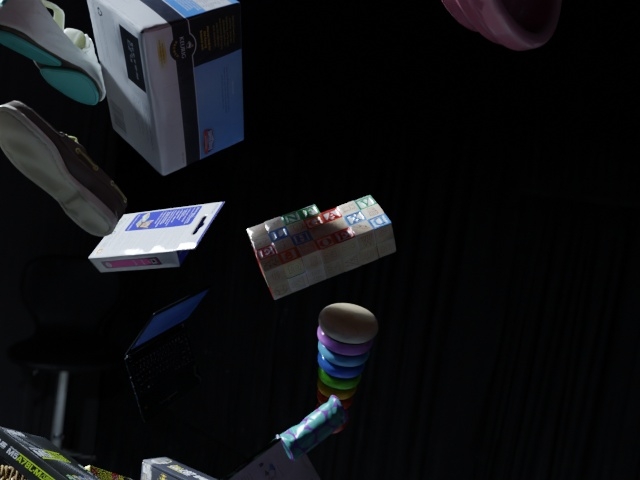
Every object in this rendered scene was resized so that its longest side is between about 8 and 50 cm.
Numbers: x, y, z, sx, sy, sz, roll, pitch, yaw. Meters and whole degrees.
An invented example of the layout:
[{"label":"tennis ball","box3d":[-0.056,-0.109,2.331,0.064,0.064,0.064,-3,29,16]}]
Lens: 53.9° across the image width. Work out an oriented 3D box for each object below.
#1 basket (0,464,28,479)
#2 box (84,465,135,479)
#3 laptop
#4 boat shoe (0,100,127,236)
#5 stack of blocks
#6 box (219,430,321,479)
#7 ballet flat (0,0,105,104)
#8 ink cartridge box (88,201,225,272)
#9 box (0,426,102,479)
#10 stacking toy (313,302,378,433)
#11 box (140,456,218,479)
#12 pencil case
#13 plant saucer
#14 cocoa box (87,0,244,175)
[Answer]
[{"label":"basket","box3d":[-0.840,0.804,1.704,0.213,0.223,0.299,15,37,-11]},{"label":"box","box3d":[-0.628,0.729,1.842,0.058,0.087,0.232,-23,-36,8]},{"label":"laptop","box3d":[-0.349,0.272,1.552,0.136,0.264,0.234,-10,8,28]},{"label":"boat shoe","box3d":[-0.519,-0.153,1.274,0.116,0.324,0.096,-17,35,31]},{"label":"stack of blocks","box3d":[0.000,0.000,1.428,0.297,0.087,0.171,-21,38,-7]},{"label":"box","box3d":[-0.136,0.644,1.507,0.322,0.232,0.058,-27,-5,-38]},{"label":"ballet flat","box3d":[-0.548,-0.409,1.325,0.139,0.139,0.400,8,-7,6]},{"label":"ink cartridge box","box3d":[-0.417,-0.008,1.634,0.371,0.069,0.176,-7,40,31]},{"label":"box","box3d":[-0.494,0.418,1.157,0.184,0.045,0.190,31,-19,15]},{"label":"stacking toy","box3d":[0.040,0.321,1.507,0.141,0.330,0.141,9,25,-4]},{"label":"box","box3d":[-0.420,0.862,1.816,0.097,0.395,0.318,9,-7,-40]},{"label":"pencil case","box3d":[-0.015,0.392,1.318,0.152,0.064,0.070,-33,26,-14]},{"label":"plant saucer","box3d":[0.208,-0.399,0.783,0.084,0.332,0.332,-5,-4,38]},{"label":"cocoa box","box3d":[-0.319,-0.366,1.354,0.228,0.347,0.231,-31,56,-30]}]
